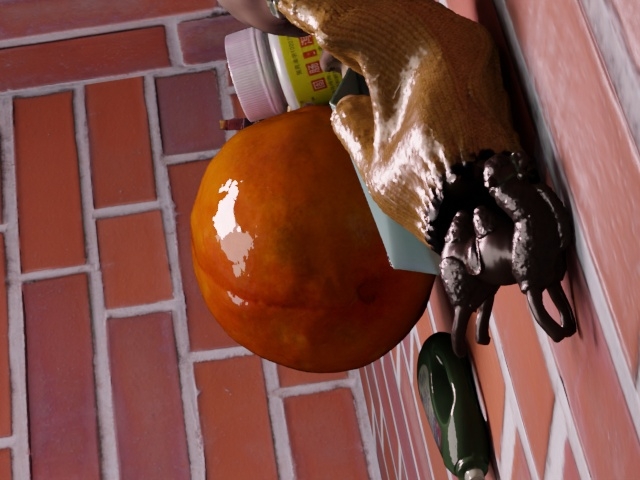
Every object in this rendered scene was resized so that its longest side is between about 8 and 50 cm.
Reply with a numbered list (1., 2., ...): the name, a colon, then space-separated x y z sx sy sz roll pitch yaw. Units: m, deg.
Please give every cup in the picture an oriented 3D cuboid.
1. cup: 0.099 -0.076 1.623 0.134 0.148 0.235 -98 -3 -49

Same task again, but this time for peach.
1. peach: 0.000 0.000 1.917 0.301 0.343 0.342 -115 15 -55

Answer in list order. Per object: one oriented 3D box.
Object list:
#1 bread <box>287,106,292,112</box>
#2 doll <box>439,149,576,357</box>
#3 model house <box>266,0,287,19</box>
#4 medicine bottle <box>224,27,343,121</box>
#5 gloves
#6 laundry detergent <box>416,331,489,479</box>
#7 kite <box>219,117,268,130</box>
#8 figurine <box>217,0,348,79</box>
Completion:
1. bread: 0.021 -0.198 2.437 0.305 0.159 0.305 168 90 -85
2. doll: 0.154 0.011 1.234 0.139 0.057 0.165 -8 96 47
3. model house: 0.015 -0.366 1.590 0.215 0.224 0.198 61 -161 -82
4. medicine bottle: -0.002 -0.245 1.983 0.139 0.225 0.139 -15 -90 -83
5. gloves: 0.088 -0.133 1.393 0.356 0.155 0.203 54 158 35
6. laundry detergent: 0.168 0.218 1.856 0.211 0.063 0.137 -103 12 -53
7. kite: -0.012 -0.115 2.156 0.022 0.360 0.204 5 94 45
8. figurine: -0.004 -0.299 1.811 0.380 0.203 0.248 55 169 11
